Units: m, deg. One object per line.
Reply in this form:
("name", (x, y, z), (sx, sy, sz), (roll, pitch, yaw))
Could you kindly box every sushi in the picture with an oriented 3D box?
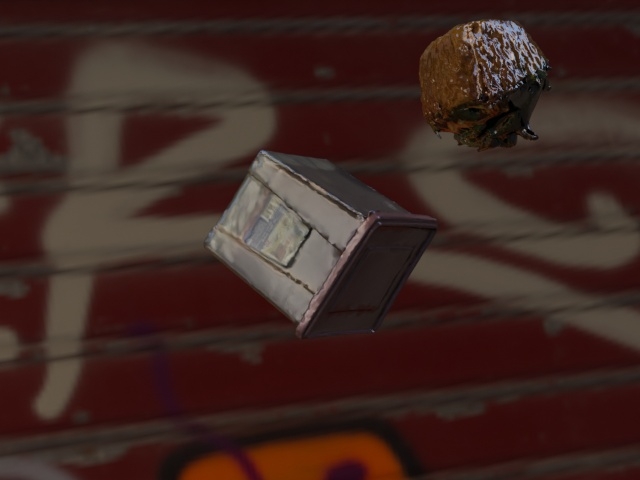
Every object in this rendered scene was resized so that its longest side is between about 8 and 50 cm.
("sushi", (0.194, -0.175, 1.931), (0.149, 0.140, 0.287), (-8, -1, -12))

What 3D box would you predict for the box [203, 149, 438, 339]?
("box", (0.000, 0.000, 0.714), (0.060, 0.063, 0.084), (-60, -20, 12))
